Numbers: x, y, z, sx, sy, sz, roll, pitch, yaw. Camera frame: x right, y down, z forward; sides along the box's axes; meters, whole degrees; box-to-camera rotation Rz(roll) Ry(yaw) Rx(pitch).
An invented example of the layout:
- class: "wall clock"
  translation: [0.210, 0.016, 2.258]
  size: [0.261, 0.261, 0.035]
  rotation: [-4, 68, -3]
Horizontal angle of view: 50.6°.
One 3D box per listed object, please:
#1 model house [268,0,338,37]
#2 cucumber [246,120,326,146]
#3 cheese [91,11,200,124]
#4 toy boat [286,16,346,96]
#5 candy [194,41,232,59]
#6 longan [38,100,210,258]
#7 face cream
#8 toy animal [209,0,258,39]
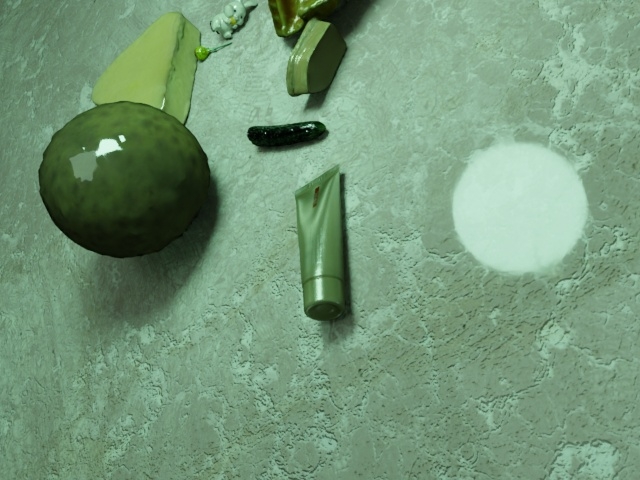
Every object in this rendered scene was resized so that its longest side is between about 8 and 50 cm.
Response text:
- class: "model house"
  translation: [-0.047, -0.602, 1.627]
  size: [0.239, 0.173, 0.268]
  rotation: [-60, 22, 11]
- class: "cucumber"
  translation: [-0.079, -0.252, 1.596]
  size: [0.214, 0.052, 0.058]
  rotation: [1, 41, 34]
- class: "cheese"
  translation: [-0.521, -0.456, 1.972]
  size: [0.383, 0.104, 0.384]
  rotation: [-15, 61, 30]
- class: "toy boat"
  translation: [-0.013, -0.415, 1.583]
  size: [0.061, 0.116, 0.188]
  rotation: [19, 79, 33]
- class: "candy"
  translation: [-0.300, -0.538, 1.906]
  size: [0.122, 0.035, 0.035]
  rotation: [-10, 51, 21]
- class: "longan"
  translation: [-0.463, -0.139, 1.618]
  size: [0.391, 0.391, 0.391]
  rotation: [-15, 61, 30]
- class: "face cream"
  translation: [0.000, 0.000, 1.410]
  size: [0.137, 0.084, 0.341]
  rotation: [-30, 47, 33]
- class: "toy animal"
  translation: [-0.242, -0.621, 1.872]
  size: [0.124, 0.071, 0.085]
  rotation: [-35, 34, 28]
